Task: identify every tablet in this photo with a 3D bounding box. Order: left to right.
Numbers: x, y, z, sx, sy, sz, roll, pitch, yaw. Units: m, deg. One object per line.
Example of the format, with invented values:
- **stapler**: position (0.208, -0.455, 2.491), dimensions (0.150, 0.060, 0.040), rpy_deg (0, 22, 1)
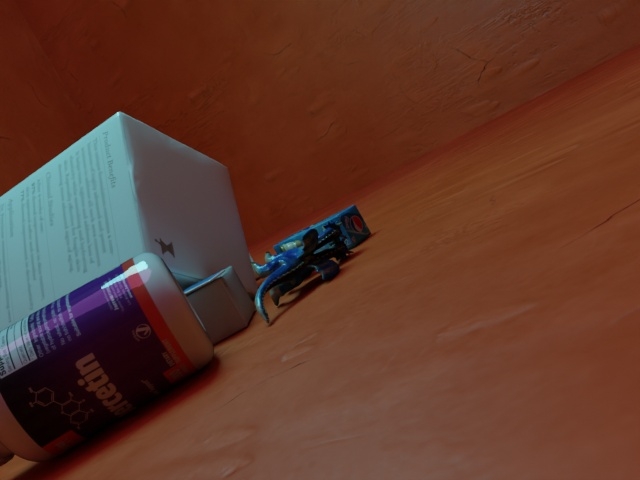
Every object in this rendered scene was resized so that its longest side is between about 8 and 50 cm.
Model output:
- **tablet**: position (-0.195, 0.072, 0.954), dimensions (0.083, 0.006, 0.054), rpy_deg (-26, 7, 23)

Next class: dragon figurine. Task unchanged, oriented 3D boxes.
- **dragon figurine**: position (-0.027, 0.035, 0.980), dimensions (0.144, 0.085, 0.289), rpy_deg (-28, 4, 14)

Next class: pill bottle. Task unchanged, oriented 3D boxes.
- **pill bottle**: position (-0.319, 0.164, 0.793), dimensions (0.323, 0.181, 0.181), rpy_deg (-31, 6, -12)

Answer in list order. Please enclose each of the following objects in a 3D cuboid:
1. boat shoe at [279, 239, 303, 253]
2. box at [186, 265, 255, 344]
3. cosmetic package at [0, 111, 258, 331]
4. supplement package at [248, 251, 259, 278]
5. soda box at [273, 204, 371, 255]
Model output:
- **boat shoe**: position (-0.044, 0.035, 1.142), dimensions (0.045, 0.050, 0.135), rpy_deg (-26, -15, -3)
- **box**: position (-0.210, 0.131, 1.007), dimensions (0.170, 0.091, 0.130), rpy_deg (-29, 6, 4)
- **cosmetic package**: position (-0.402, 0.021, 1.216), dimensions (0.394, 0.329, 0.327), rpy_deg (-27, -26, 21)
- **supplement package**: position (-0.303, 0.068, 1.620), dimensions (0.175, 0.177, 0.293), rpy_deg (-31, 6, -19)
- **soda box**: position (0.000, 0.000, 1.237), dimensions (0.210, 0.071, 0.067), rpy_deg (-24, 8, 44)
